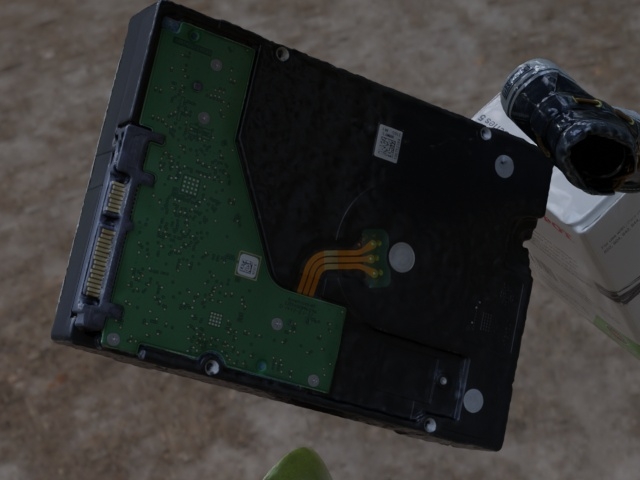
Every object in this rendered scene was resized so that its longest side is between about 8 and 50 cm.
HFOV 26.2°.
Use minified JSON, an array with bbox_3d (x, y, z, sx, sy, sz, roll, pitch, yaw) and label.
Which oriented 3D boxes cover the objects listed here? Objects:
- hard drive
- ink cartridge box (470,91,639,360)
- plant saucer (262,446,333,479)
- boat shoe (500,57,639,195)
[{"bbox_3d":[0.000,0.000,0.967,0.339,0.237,0.064,17,-13,-28],"label":"hard drive"},{"bbox_3d":[0.274,-0.018,1.371,0.115,0.273,0.198,-43,46,-4],"label":"ink cartridge box"},{"bbox_3d":[-0.040,0.317,1.317,0.037,0.241,0.241,19,41,22],"label":"plant saucer"},{"bbox_3d":[0.200,-0.057,0.962,0.065,0.183,0.083,-48,47,19],"label":"boat shoe"}]
